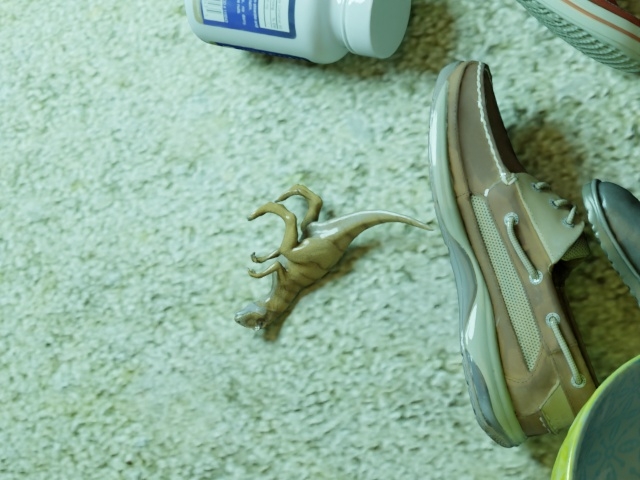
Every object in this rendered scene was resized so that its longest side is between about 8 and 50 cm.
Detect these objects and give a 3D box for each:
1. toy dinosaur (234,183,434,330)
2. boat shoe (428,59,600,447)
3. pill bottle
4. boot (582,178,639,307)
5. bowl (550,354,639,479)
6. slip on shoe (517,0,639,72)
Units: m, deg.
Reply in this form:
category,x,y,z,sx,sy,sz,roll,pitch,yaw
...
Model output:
category,x,y,z,sx,sy,sz,roll,pitch,yaw
toy dinosaur,0.000,0.000,1.387,0.211,0.064,0.112,-39,86,25
boat shoe,0.167,0.004,1.275,0.116,0.123,0.324,-12,83,16
pill bottle,-0.019,-0.220,1.391,0.186,0.112,0.112,13,88,26
boot,0.337,-0.015,1.214,0.208,0.076,0.190,-35,83,23
bowl,0.280,0.236,1.140,0.289,0.289,0.156,64,152,19
slip on shoe,0.176,-0.267,1.310,0.101,0.123,0.331,-44,62,9
